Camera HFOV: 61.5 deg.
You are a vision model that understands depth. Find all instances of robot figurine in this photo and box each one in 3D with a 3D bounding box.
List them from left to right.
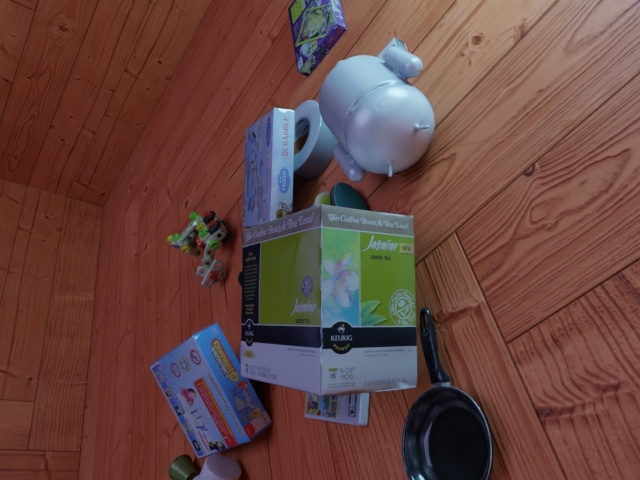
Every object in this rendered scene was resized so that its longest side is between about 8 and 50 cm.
[{"bbox_3d":[0.121,-0.280,1.193,0.300,0.199,0.353,-64,33,29],"label":"robot figurine"}]

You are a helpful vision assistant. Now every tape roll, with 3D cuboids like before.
[{"bbox_3d":[-0.036,-0.288,1.550,0.219,0.072,0.219,-30,51,46],"label":"tape roll"}]

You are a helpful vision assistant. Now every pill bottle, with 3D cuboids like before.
[{"bbox_3d":[-0.300,0.701,1.439,0.131,0.131,0.229,36,105,56],"label":"pill bottle"}]

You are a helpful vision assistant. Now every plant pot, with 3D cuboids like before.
[{"bbox_3d":[-0.411,0.717,1.659,0.079,0.083,0.083,14,87,44],"label":"plant pot"}]

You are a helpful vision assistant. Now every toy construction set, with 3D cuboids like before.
[{"bbox_3d":[-0.419,0.012,1.912,0.215,0.151,0.327,-44,44,-1],"label":"toy construction set"}]

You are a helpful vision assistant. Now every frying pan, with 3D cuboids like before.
[{"bbox_3d":[0.199,0.304,0.952,0.197,0.053,0.326,-52,36,29],"label":"frying pan"}]

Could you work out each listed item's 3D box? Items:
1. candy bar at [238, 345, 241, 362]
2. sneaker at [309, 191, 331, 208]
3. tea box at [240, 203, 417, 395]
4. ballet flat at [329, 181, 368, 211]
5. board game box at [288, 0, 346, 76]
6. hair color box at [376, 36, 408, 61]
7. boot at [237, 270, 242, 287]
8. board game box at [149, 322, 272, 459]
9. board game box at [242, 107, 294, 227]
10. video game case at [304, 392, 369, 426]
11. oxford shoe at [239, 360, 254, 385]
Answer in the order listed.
[{"bbox_3d":[-0.231,0.336,1.606,0.040,0.018,0.161,1,76,56],"label":"candy bar"},{"bbox_3d":[0.000,0.000,1.375,0.126,0.091,0.240,160,122,-73],"label":"sneaker"},{"bbox_3d":[0.003,0.118,1.068,0.329,0.220,0.323,-11,77,57],"label":"tea box"},{"bbox_3d":[0.078,-0.025,1.248,0.096,0.095,0.280,-67,31,31],"label":"ballet flat"},{"bbox_3d":[-0.018,-0.721,1.746,0.208,0.056,0.347,-45,42,42],"label":"board game box"},{"bbox_3d":[0.160,-0.429,1.348,0.141,0.043,0.072,-40,45,42],"label":"hair color box"},{"bbox_3d":[-0.124,0.074,1.491,0.246,0.094,0.207,39,112,48],"label":"boot"},{"bbox_3d":[-0.313,0.423,1.487,0.302,0.086,0.308,-35,82,43],"label":"board game box"},{"bbox_3d":[-0.158,-0.195,1.582,0.318,0.066,0.319,-178,89,-68],"label":"board game box"},{"bbox_3d":[0.040,0.292,1.217,0.206,0.026,0.227,-16,63,52],"label":"video game case"},{"bbox_3d":[-0.206,0.381,1.505,0.271,0.097,0.098,-25,84,41],"label":"oxford shoe"}]
